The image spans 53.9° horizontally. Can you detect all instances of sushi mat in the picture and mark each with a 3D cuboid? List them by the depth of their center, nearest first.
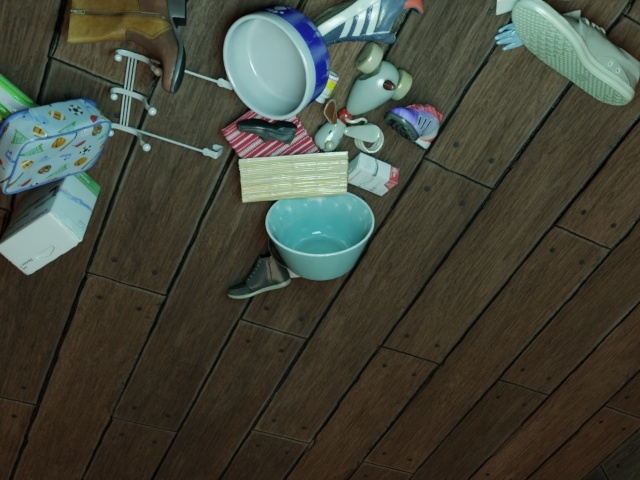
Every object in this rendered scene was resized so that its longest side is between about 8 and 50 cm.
[{"bbox_3d":[-0.074,-0.181,1.814,0.316,0.019,0.152,-5,127,-3],"label":"sushi mat"}]

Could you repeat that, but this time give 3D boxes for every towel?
[{"bbox_3d":[-0.127,-0.267,1.797,0.198,0.031,0.275,-36,124,3],"label":"towel"}]

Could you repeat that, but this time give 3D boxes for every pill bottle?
[{"bbox_3d":[0.015,-0.420,1.727,0.043,0.043,0.083,20,121,-19],"label":"pill bottle"}]

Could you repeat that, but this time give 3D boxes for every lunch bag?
[{"bbox_3d":[-0.702,-0.239,1.617,0.115,0.303,0.243,50,127,7],"label":"lunch bag"}]

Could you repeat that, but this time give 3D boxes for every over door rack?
[{"bbox_3d":[-0.401,-0.355,1.689,0.324,0.108,0.240,11,124,-14],"label":"over door rack"}]

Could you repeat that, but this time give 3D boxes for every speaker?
[{"bbox_3d":[-0.854,-0.380,1.609,0.131,0.131,0.296,-36,121,17],"label":"speaker"}]

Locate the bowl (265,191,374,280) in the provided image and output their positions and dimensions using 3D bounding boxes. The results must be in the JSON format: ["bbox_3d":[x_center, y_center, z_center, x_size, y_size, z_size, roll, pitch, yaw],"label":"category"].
[{"bbox_3d":[0.000,0.000,1.841,0.311,0.312,0.163,-4,130,-3],"label":"bowl"}]

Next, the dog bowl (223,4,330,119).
[{"bbox_3d":[-0.111,-0.445,1.578,0.264,0.104,0.265,21,133,25],"label":"dog bowl"}]

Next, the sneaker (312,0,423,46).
[{"bbox_3d":[0.103,-0.541,1.599,0.350,0.131,0.148,-29,118,13],"label":"sneaker"}]

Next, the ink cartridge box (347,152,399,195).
[{"bbox_3d":[0.150,-0.196,1.866,0.135,0.056,0.099,20,153,-19],"label":"ink cartridge box"}]

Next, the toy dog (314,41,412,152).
[{"bbox_3d":[0.117,-0.358,1.710,0.220,0.161,0.334,11,123,-14],"label":"toy dog"}]

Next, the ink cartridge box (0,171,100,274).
[{"bbox_3d":[-0.747,-0.065,1.747,0.201,0.278,0.117,-30,123,14],"label":"ink cartridge box"}]

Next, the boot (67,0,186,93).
[{"bbox_3d":[-0.471,-0.490,1.529,0.280,0.096,0.264,0,90,-8],"label":"boot"}]

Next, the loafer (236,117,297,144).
[{"bbox_3d":[-0.148,-0.294,1.721,0.170,0.062,0.061,3,123,-19],"label":"loafer"}]

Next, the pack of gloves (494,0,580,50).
[{"bbox_3d":[0.572,-0.612,1.668,0.232,0.046,0.195,-10,139,1],"label":"pack of gloves"}]

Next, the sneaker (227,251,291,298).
[{"bbox_3d":[-0.216,0.109,2.061,0.221,0.083,0.118,-17,109,10],"label":"sneaker"}]

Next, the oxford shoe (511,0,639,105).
[{"bbox_3d":[0.684,-0.520,1.670,0.449,0.169,0.130,27,90,-23],"label":"oxford shoe"}]

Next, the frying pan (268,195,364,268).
[{"bbox_3d":[-0.033,-0.054,1.974,0.197,0.053,0.326,30,102,-21],"label":"frying pan"}]

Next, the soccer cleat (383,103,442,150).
[{"bbox_3d":[0.257,-0.327,1.695,0.108,0.318,0.116,37,101,18],"label":"soccer cleat"}]

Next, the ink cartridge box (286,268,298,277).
[{"bbox_3d":[-0.056,0.087,2.081,0.115,0.029,0.063,-5,125,-4],"label":"ink cartridge box"}]
